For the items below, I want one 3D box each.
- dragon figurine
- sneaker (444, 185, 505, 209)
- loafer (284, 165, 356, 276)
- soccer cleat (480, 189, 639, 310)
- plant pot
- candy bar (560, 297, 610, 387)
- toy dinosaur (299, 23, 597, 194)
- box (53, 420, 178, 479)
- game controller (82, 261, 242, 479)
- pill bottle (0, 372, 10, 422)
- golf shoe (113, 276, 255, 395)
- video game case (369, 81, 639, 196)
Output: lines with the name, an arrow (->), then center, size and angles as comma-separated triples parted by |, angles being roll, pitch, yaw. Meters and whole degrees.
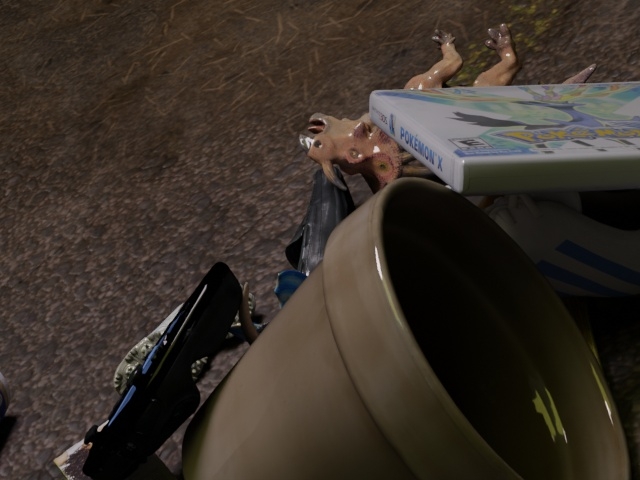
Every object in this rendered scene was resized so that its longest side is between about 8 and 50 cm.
dragon figurine -> -0.026, 0.087, 1.789 | 0.085, 0.289, 0.144 | -45, 47, 12
sneaker -> 0.149, -0.033, 1.930 | 0.296, 0.112, 0.131 | -38, 30, -16
loafer -> 0.000, 0.000, 2.038 | 0.078, 0.076, 0.223 | -15, 37, 10
soccer cleat -> 0.171, -0.001, 1.760 | 0.331, 0.143, 0.116 | -9, 32, 0
plant pot -> 0.050, 0.154, 1.603 | 0.280, 0.323, 0.323 | -35, 27, 26
candy bar -> 0.233, 0.093, 1.767 | 0.040, 0.018, 0.161 | -26, 32, 14
toy dinosaur -> 0.146, -0.112, 2.046 | 0.295, 0.127, 0.200 | -1, 48, 21
box -> -0.170, 0.250, 1.840 | 0.087, 0.058, 0.232 | -37, 32, -11
game controller -> -0.144, 0.121, 1.723 | 0.319, 0.067, 0.166 | 133, 159, -68
pill bottle -> -0.406, 0.212, 2.039 | 0.112, 0.112, 0.187 | -12, 35, 27
golf shoe -> -0.147, 0.108, 2.040 | 0.176, 0.069, 0.086 | -38, 12, -18
video game case -> 0.238, -0.098, 1.756 | 0.329, 0.036, 0.300 | -3, 16, -13
